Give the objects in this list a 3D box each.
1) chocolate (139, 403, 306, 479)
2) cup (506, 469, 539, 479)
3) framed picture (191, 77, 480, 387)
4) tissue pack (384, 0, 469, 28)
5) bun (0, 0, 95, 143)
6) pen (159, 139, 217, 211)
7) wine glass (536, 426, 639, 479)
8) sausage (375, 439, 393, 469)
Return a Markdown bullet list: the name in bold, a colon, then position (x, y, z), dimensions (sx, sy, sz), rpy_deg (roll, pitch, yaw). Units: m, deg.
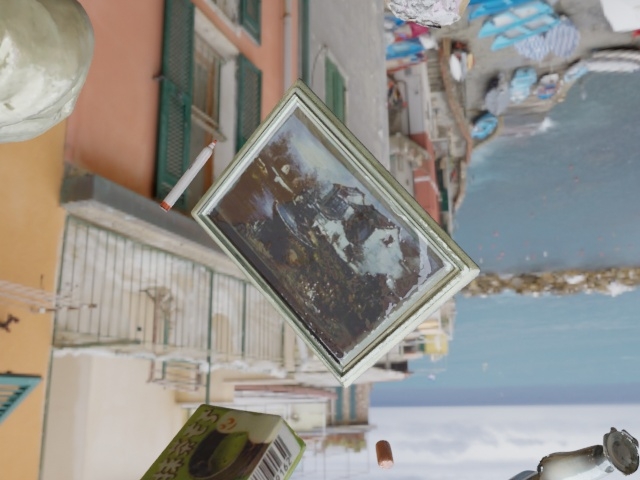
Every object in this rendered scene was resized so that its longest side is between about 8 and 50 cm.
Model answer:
- **chocolate**: position (-0.231, 0.522, 1.571), dimensions (0.289, 0.137, 0.301), rpy_deg (-1, -150, 31)
- **cup**: position (0.322, 0.423, 1.117), dimensions (0.100, 0.078, 0.077), rpy_deg (-29, 156, 32)
- **framed picture**: position (0.000, 0.000, 0.786), dimensions (0.232, 0.296, 0.019), rpy_deg (-47, 171, 27)
- **tissue pack**: position (0.136, -0.383, 0.815), dimensions (0.123, 0.215, 0.257), rpy_deg (10, -154, 1)
- **bun**: position (-0.480, -0.237, 0.885), dimensions (0.360, 0.211, 0.360), rpy_deg (9, -173, -1)
- **pen**: position (-0.316, -0.161, 1.656), dimensions (0.026, 0.218, 0.026), rpy_deg (32, 165, 9)
- **wine glass**: position (0.402, 0.336, 1.029), dimensions (0.072, 0.072, 0.155), rpy_deg (5, 147, -23)
- **sausage**: position (0.131, 0.440, 1.408), dimensions (0.034, 0.034, 0.083), rpy_deg (0, -166, -1)
